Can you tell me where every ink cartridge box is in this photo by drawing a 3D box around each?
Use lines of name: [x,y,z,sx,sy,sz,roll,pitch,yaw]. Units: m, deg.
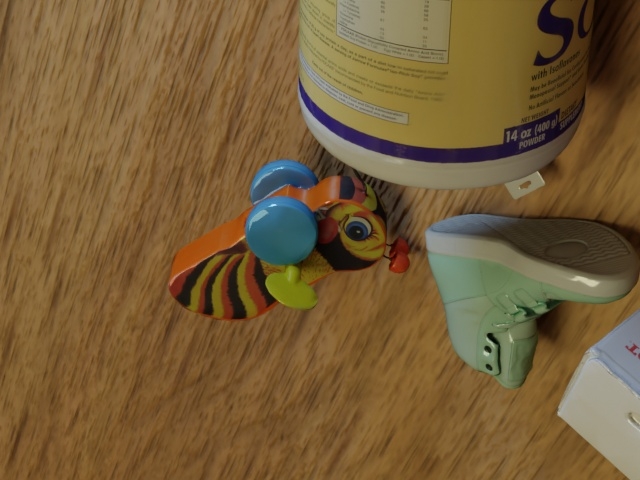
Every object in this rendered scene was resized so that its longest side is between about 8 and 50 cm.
ink cartridge box: [0.174,-0.084,1.685,0.048,0.028,0.083,-28,93,53]
ink cartridge box: [0.319,0.112,1.503,0.158,0.218,0.092,42,140,20]

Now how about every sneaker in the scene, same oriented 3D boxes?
sneaker: [0.202,0.063,1.701,0.256,0.094,0.151,11,118,56]

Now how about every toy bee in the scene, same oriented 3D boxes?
toy bee: [0.000,0.000,1.834,0.162,0.195,0.298,41,135,-19]

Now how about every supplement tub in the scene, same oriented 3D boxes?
supplement tub: [0.101,-0.234,1.485,0.241,0.241,0.331,29,135,33]
